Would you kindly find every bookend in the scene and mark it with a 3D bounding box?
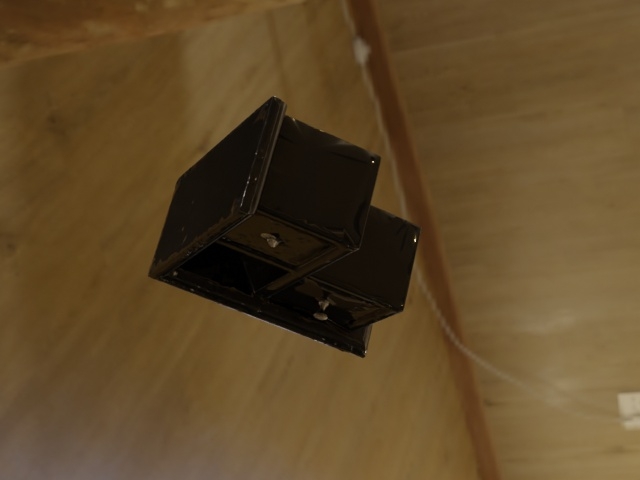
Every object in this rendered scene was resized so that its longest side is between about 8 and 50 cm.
[{"bbox_3d":[0.000,0.000,0.744,0.157,0.156,0.072,22,67,-20],"label":"bookend"}]
